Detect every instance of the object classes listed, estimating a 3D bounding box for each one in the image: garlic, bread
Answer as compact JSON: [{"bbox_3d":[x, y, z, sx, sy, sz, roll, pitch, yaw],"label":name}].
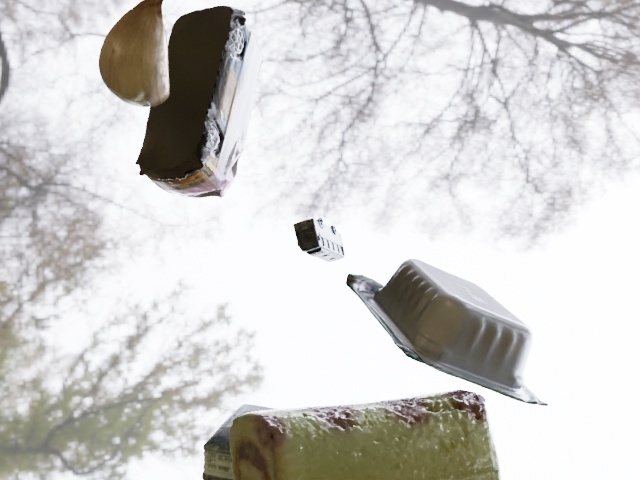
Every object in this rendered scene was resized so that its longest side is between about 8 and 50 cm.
[{"bbox_3d":[-0.293,-0.295,1.578,0.115,0.128,0.206,58,-32,30],"label":"garlic"},{"bbox_3d":[0.061,0.298,1.237,0.155,0.338,0.187,-22,-108,61],"label":"bread"}]

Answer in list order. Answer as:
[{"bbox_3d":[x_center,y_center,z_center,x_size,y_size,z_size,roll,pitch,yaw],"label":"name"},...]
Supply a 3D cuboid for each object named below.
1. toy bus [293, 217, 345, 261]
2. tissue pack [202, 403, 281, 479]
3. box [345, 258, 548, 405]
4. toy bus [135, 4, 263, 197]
[{"bbox_3d":[0.000,0.000,1.791,0.047,0.166,0.065,-17,-104,16],"label":"toy bus"},{"bbox_3d":[-0.044,0.349,1.586,0.257,0.185,0.081,7,-77,16],"label":"tissue pack"},{"bbox_3d":[0.212,0.123,1.536,0.106,0.264,0.336,-65,-160,8],"label":"box"},{"bbox_3d":[-0.221,-0.255,1.880,0.171,0.162,0.386,-4,-119,28],"label":"toy bus"}]
